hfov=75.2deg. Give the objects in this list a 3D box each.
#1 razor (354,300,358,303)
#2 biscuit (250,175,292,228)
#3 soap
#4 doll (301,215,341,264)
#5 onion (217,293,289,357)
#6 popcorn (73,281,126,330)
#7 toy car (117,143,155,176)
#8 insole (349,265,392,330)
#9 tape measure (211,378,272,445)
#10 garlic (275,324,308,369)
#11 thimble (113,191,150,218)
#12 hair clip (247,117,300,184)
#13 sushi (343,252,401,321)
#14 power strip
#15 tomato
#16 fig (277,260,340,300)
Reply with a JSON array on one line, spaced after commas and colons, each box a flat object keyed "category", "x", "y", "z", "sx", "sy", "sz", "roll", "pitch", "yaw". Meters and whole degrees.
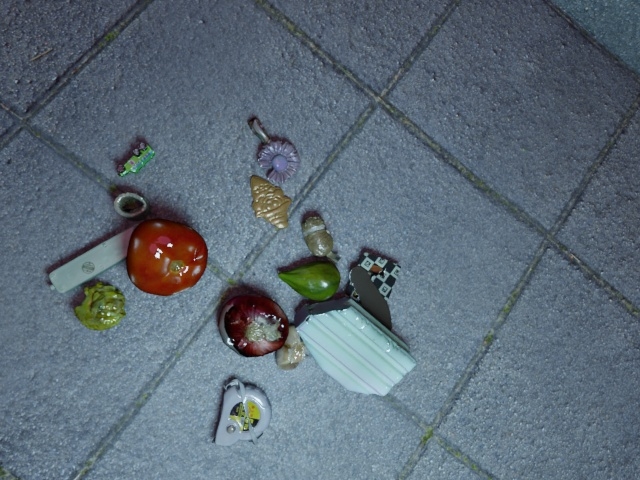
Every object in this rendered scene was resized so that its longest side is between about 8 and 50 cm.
[{"category": "razor", "x": 0.123, "y": 0.338, "z": 1.680, "sx": 0.066, "sy": 0.033, "sz": 0.190, "roll": -9, "pitch": 102, "yaw": -48}, {"category": "biscuit", "x": -0.208, "y": -0.157, "z": 1.695, "sx": 0.162, "sy": 0.035, "sz": 0.250, "roll": -35, "pitch": 89, "yaw": -16}, {"category": "soap", "x": 0.114, "y": 0.394, "z": 1.578, "sx": 0.446, "sy": 0.156, "sz": 0.261, "roll": 40, "pitch": 101, "yaw": -13}, {"category": "doll", "x": -0.004, "y": 0.005, "z": 1.674, "sx": 0.115, "sy": 0.105, "sz": 0.221, "roll": -35, "pitch": 100, "yaw": -53}, {"category": "onion", "x": -0.244, "y": 0.308, "z": 1.576, "sx": 0.271, "sy": 0.195, "sz": 0.272, "roll": 5, "pitch": 113, "yaw": 12}, {"category": "popcorn", "x": -0.793, "y": 0.238, "z": 1.503, "sx": 0.173, "sy": 0.142, "sz": 0.174, "roll": 1, "pitch": 94, "yaw": 13}, {"category": "toy car", "x": -0.712, "y": -0.303, "z": 1.604, "sx": 0.062, "sy": 0.071, "sz": 0.165, "roll": 44, "pitch": 78, "yaw": -17}, {"category": "insole", "x": 0.208, "y": 0.248, "z": 1.692, "sx": 0.111, "sy": 0.007, "sz": 0.328, "roll": -30, "pitch": 104, "yaw": -12}, {"category": "tape measure", "x": -0.280, "y": 0.644, "z": 1.544, "sx": 0.196, "sy": 0.120, "sz": 0.237, "roll": 12, "pitch": 87, "yaw": -2}, {"category": "garlic", "x": -0.109, "y": 0.419, "z": 1.620, "sx": 0.123, "sy": 0.099, "sz": 0.175, "roll": 6, "pitch": 78, "yaw": 10}, {"category": "thimble", "x": -0.711, "y": -0.129, "z": 1.572, "sx": 0.115, "sy": 0.090, "sz": 0.102, "roll": -16, "pitch": 86, "yaw": -10}, {"category": "hair clip", "x": -0.204, "y": -0.379, "z": 1.698, "sx": 0.172, "sy": 0.069, "sz": 0.301, "roll": -34, "pitch": 90, "yaw": -12}, {"category": "sushi", "x": 0.195, "y": 0.196, "z": 1.711, "sx": 0.192, "sy": 0.043, "sz": 0.280, "roll": 20, "pitch": 95, "yaw": -14}, {"category": "power strip", "x": -0.820, "y": 0.072, "z": 1.546, "sx": 0.385, "sy": 0.062, "sz": 0.091, "roll": -33, "pitch": 90, "yaw": -12}, {"category": "tomato", "x": -0.561, "y": 0.053, "z": 1.495, "sx": 0.298, "sy": 0.299, "sz": 0.226, "roll": -43, "pitch": 52, "yaw": -11}, {"category": "fig", "x": -0.032, "y": 0.166, "z": 1.625, "sx": 0.233, "sy": 0.167, "sz": 0.167, "roll": -18, "pitch": 87, "yaw": 6}]
